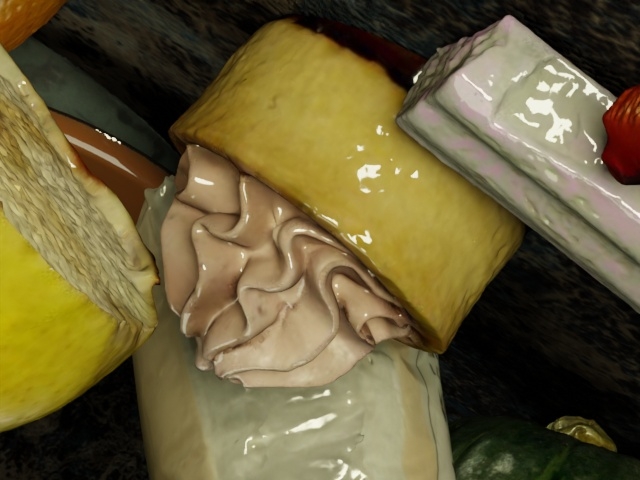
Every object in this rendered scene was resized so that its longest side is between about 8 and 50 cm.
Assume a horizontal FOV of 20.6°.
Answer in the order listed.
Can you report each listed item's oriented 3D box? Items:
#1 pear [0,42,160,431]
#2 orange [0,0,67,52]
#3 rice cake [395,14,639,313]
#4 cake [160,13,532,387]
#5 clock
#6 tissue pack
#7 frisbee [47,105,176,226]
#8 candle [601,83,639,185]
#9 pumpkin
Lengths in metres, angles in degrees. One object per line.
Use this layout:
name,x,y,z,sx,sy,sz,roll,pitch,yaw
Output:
pear,-0.247,-0.036,0.829,0.340,0.191,0.386,53,-179,19
orange,-0.325,-0.224,1.082,0.310,0.274,0.274,65,165,-2
rice cake,0.165,0.011,0.784,0.298,0.050,0.106,39,165,-1
cake,0.000,0.000,0.929,0.208,0.178,0.185,20,162,36
clock,-0.240,-0.092,1.417,0.325,0.067,0.325,31,168,8
tissue pack,-0.016,0.166,1.193,0.195,0.390,0.375,-9,152,-6
frisbee,-0.177,-0.033,1.296,0.251,0.021,0.251,20,158,9
candle,0.189,-0.037,0.582,0.084,0.059,0.302,27,169,-16
pumpkin,0.185,0.238,1.321,0.300,0.207,0.300,18,169,4
